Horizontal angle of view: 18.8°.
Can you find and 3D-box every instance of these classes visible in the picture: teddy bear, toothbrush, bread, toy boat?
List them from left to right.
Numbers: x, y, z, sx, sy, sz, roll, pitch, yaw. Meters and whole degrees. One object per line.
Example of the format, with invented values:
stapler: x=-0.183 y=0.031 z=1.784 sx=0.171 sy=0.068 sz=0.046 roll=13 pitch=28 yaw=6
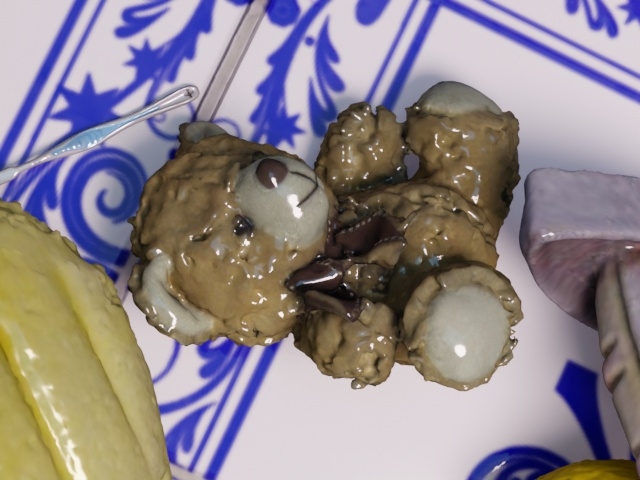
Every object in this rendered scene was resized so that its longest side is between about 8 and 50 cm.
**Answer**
bread: x=-0.236 y=0.126 z=1.188 sx=0.320 sy=0.237 sz=0.321 roll=8 pitch=74 yaw=-29
toothbrush: x=-0.158 y=-0.073 z=1.348 sx=0.162 sy=0.017 sz=0.014 roll=-25 pitch=94 yaw=-7
teddy bear: x=0.000 y=0.000 z=1.291 sx=0.256 sy=0.156 sz=0.267 roll=14 pitch=44 yaw=-5
toy boat: x=0.247 y=0.092 z=1.267 sx=0.111 sy=0.276 sz=0.293 roll=-33 pitch=67 yaw=31

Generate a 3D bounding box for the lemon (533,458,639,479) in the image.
lemon: x=0.195 y=0.239 z=1.267 sx=0.178 sy=0.178 sz=0.203 roll=-11 pitch=49 yaw=-7
